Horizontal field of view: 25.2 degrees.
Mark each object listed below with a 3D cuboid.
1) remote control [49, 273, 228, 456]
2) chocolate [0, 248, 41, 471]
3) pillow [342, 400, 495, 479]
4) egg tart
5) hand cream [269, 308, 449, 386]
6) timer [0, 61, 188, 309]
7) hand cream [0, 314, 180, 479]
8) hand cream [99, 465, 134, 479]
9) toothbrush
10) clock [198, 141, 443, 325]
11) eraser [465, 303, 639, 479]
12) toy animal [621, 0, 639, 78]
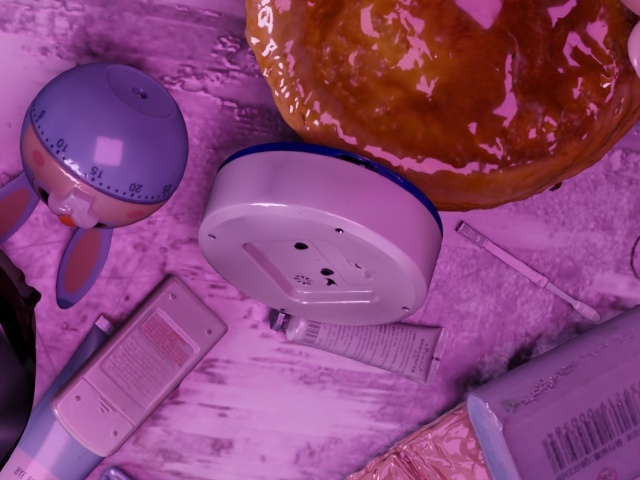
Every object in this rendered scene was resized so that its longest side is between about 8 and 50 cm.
[{"bbox_3d":[-0.185,0.129,1.450,0.087,0.029,0.190,45,75,-14],"label":"remote control"},{"bbox_3d":[-0.379,0.086,1.336,0.284,0.186,0.283,3,111,8],"label":"chocolate"},{"bbox_3d":[0.118,0.267,1.557,0.232,0.043,0.126,-34,101,0],"label":"pillow"},{"bbox_3d":[0.136,-0.247,1.382,0.443,0.178,0.443,-3,101,-14],"label":"egg tart"},{"bbox_3d":[0.041,0.102,1.509,0.194,0.042,0.067,16,90,-19],"label":"hand cream"},{"bbox_3d":[-0.231,-0.048,1.358,0.175,0.175,0.255,31,95,-16],"label":"timer"},{"bbox_3d":[-0.285,0.226,1.464,0.111,0.070,0.312,43,83,-15],"label":"hand cream"},{"bbox_3d":[-0.268,0.355,1.490,0.088,0.055,0.256,43,89,-9],"label":"hand cream"},{"bbox_3d":[0.226,0.035,1.541,0.194,0.017,0.014,32,95,-16],"label":"toothbrush"},{"bbox_3d":[0.000,0.000,1.378,0.230,0.230,0.083,22,61,-15],"label":"clock"},{"bbox_3d":[0.283,0.189,1.529,0.227,0.081,0.174,-24,100,-18],"label":"eraser"},{"bbox_3d":[0.277,-0.300,1.234,0.256,0.195,0.213,28,52,-23],"label":"toy animal"}]
